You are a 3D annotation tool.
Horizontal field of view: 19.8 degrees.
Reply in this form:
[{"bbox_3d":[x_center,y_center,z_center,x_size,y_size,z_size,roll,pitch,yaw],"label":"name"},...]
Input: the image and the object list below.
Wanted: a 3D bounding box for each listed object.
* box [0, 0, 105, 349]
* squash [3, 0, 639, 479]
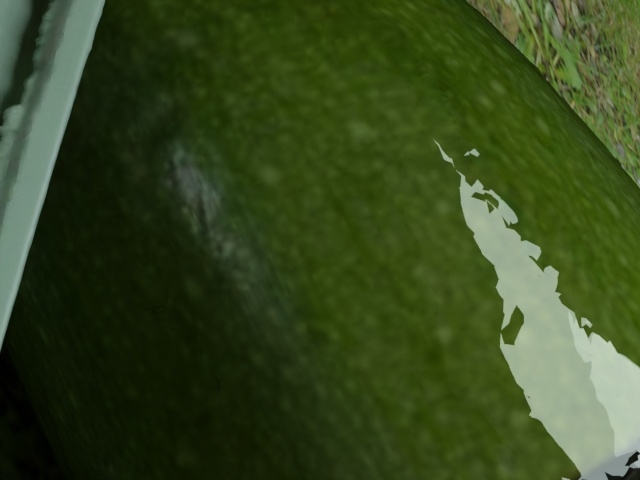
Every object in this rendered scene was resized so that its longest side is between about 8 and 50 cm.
[{"bbox_3d":[-0.202,-0.055,0.595,0.182,0.175,0.312,43,37,-31],"label":"box"},{"bbox_3d":[-0.010,-0.028,0.800,0.309,0.310,0.310,67,26,-5],"label":"squash"}]
